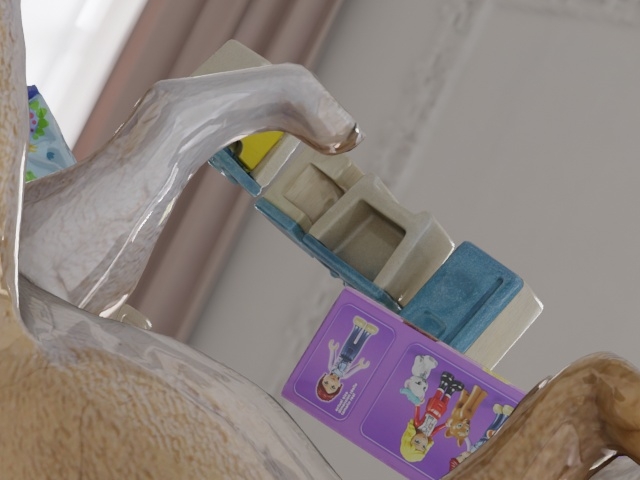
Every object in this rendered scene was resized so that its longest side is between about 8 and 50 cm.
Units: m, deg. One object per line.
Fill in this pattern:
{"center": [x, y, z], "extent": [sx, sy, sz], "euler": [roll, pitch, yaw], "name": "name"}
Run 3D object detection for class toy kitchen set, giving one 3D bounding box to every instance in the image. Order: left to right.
{"center": [0.000, 0.000, 1.006], "extent": [0.207, 0.122, 0.166], "euler": [37, -6, 41], "name": "toy kitchen set"}

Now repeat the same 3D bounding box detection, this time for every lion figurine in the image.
{"center": [-0.049, 0.072, 0.446], "extent": [0.392, 0.240, 0.142], "euler": [47, 1, 28], "name": "lion figurine"}

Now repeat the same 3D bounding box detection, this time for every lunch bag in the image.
{"center": [-0.220, -0.037, 1.152], "extent": [0.151, 0.096, 0.129], "euler": [4, -57, 62], "name": "lunch bag"}

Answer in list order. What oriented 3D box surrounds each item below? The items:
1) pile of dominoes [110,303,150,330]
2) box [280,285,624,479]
{"center": [-0.134, 0.157, 0.929], "extent": [0.040, 0.196, 0.251], "euler": [7, -43, 36], "name": "pile of dominoes"}
{"center": [0.143, 0.132, 0.694], "extent": [0.293, 0.057, 0.201], "euler": [30, -3, 25], "name": "box"}
